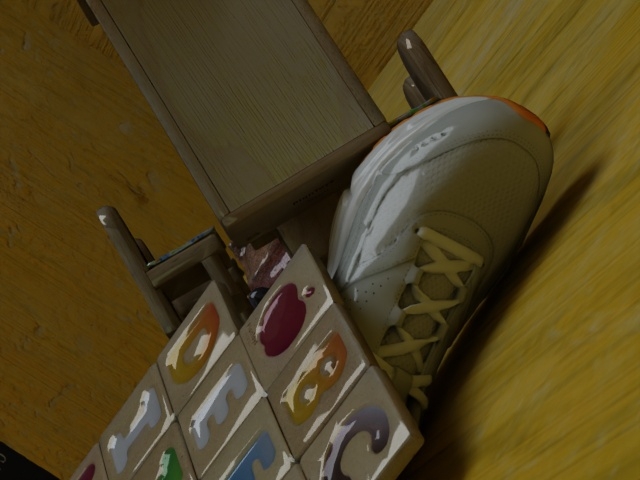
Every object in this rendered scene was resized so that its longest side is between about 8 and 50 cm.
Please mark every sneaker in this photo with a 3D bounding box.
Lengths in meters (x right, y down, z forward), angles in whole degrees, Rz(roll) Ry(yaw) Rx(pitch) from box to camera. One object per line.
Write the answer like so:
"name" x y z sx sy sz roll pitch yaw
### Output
"sneaker" 0.034 0.053 0.817 0.262 0.099 0.121 -54 24 16

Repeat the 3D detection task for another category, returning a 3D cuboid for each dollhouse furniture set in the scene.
"dollhouse furniture set" -0.035 -0.065 0.963 0.212 0.161 0.242 -31 -16 -3

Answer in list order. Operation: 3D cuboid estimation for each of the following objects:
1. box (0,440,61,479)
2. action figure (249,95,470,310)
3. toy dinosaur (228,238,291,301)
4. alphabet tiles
"box" -0.316 0.317 1.268 0.179 0.312 0.343 -55 4 34
"action figure" 0.000 0.000 1.178 0.275 0.141 0.164 -59 -8 -4
"toy dinosaur" -0.007 -0.003 1.474 0.295 0.127 0.200 -62 9 18
"alphabet tiles" -0.081 0.174 0.788 0.342 0.011 0.285 -54 28 14
